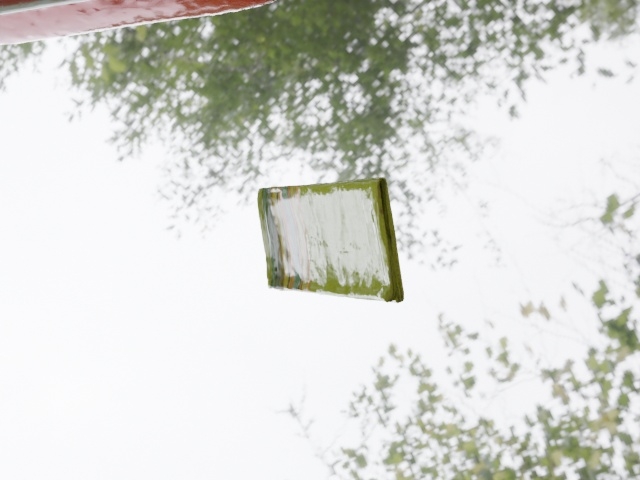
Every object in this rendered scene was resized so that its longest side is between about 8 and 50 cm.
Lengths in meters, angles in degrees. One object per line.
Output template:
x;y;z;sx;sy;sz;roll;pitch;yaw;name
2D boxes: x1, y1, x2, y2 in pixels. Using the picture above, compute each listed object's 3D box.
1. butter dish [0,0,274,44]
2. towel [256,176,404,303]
-0.100;-0.165;0.379;0.160;0.160;0.118;65;-155;-50;butter dish
0.000;0.000;0.897;0.021;0.237;0.102;-13;-84;-25;towel
